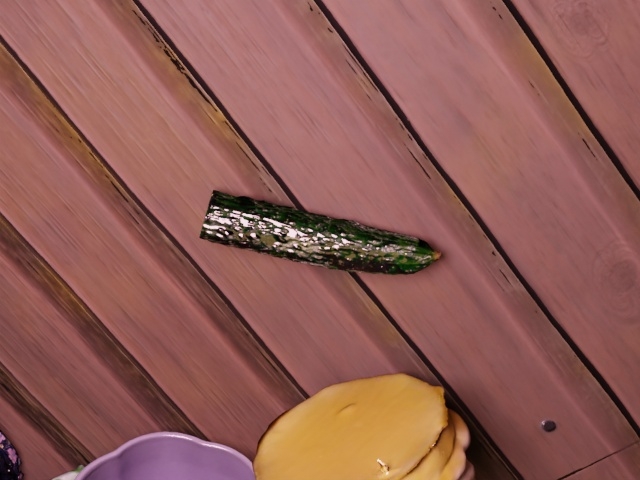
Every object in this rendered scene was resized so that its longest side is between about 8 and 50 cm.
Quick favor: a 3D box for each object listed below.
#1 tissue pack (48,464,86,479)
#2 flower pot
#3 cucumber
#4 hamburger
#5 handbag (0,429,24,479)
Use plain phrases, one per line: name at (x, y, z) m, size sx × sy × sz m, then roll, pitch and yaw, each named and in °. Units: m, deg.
tissue pack at (-0.435, 0.480, 1.237) m, size 0.128 × 0.310 × 0.228 m, roll 26°, pitch 123°, yaw 41°
flower pot at (-0.198, 0.433, 1.187) m, size 0.264 × 0.265 × 0.243 m, roll 9°, pitch 122°, yaw 4°
cucumber at (0.000, 0.000, 1.092) m, size 0.293 × 0.067 × 0.068 m, roll 13°, pitch 115°, yaw 1°
hamburger at (0.073, 0.323, 1.121) m, size 0.276 × 0.276 × 0.237 m, roll -18°, pitch 111°, yaw 15°
handbag at (-0.542, 0.330, 1.278) m, size 0.207 × 0.127 × 0.229 m, roll -23°, pitch 120°, yaw 2°
